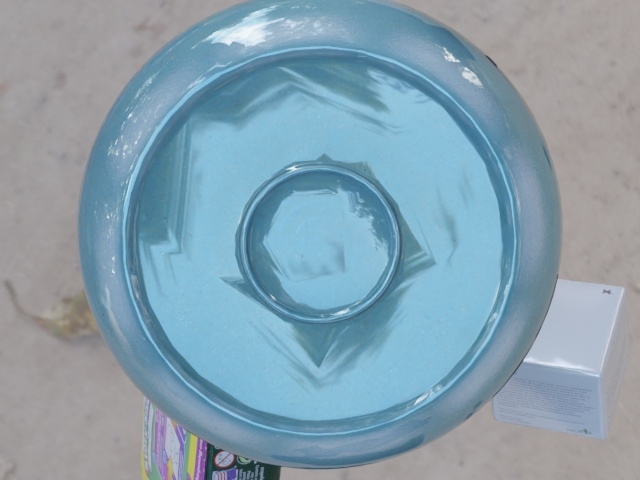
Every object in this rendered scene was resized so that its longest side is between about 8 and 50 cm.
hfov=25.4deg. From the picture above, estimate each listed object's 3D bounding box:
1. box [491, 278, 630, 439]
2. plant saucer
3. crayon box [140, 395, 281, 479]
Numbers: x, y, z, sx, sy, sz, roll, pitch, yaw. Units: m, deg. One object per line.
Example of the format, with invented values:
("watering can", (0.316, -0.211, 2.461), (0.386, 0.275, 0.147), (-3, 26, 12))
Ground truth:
("box", (0.201, 0.097, 1.193), (0.102, 0.087, 0.101), (8, 47, 21))
("plant saucer", (0.000, 0.000, 0.907), (0.317, 0.044, 0.317), (0, 99, -1))
("crayon box", (-0.142, 0.236, 1.788), (0.106, 0.363, 0.313), (-4, 29, -18))
